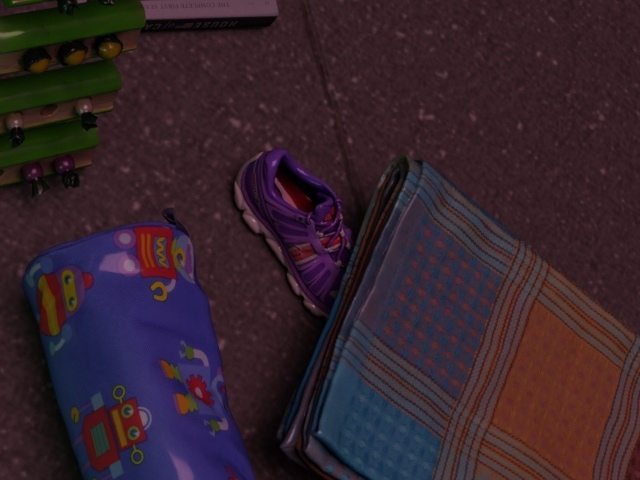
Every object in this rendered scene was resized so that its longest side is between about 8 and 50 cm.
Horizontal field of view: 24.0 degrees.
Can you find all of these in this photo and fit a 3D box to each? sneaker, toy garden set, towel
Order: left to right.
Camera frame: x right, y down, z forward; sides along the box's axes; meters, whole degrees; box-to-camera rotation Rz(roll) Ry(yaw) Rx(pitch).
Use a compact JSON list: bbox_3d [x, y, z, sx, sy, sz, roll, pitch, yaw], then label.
[{"bbox_3d":[-0.214,-0.094,0.996,0.203,0.244,0.049,-16,64,-32],"label":"toy garden set"},{"bbox_3d":[0.000,0.000,1.184,0.170,0.071,0.068,48,58,-7],"label":"sneaker"},{"bbox_3d":[0.154,0.133,1.205,0.370,0.040,0.271,35,60,-24],"label":"towel"}]

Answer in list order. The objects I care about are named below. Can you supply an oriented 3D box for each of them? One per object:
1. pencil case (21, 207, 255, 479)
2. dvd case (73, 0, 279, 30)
[{"bbox_3d":[-0.105,0.135,1.031,0.133,0.119,0.306,13,52,-58],"label":"pencil case"},{"bbox_3d":[-0.142,-0.285,1.237,0.179,0.029,0.239,-7,75,-30],"label":"dvd case"}]
